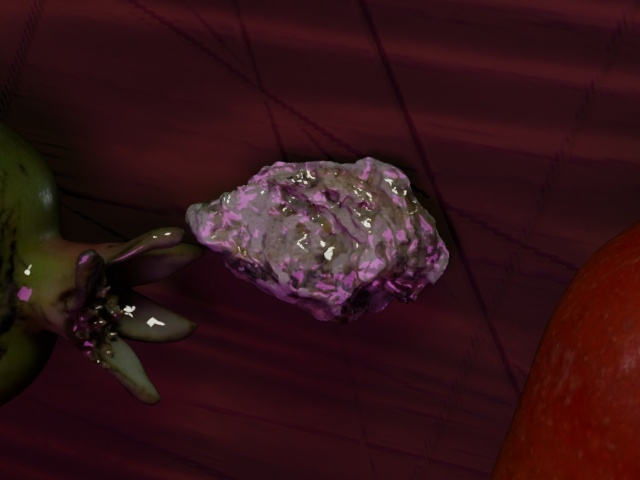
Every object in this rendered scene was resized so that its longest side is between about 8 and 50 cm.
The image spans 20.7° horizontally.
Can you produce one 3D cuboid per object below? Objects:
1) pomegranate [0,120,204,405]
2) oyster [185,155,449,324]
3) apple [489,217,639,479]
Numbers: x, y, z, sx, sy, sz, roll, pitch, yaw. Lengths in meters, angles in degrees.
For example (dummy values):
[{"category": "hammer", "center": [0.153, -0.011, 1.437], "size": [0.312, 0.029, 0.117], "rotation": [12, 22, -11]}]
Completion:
[{"category": "pomegranate", "center": [-0.157, 0.020, 0.816], "size": [0.191, 0.131, 0.152], "rotation": [15, 122, 13]}, {"category": "oyster", "center": [0.000, -0.001, 0.771], "size": [0.098, 0.037, 0.100], "rotation": [47, 130, -4]}, {"category": "apple", "center": [0.173, 0.080, 0.610], "size": [0.201, 0.218, 0.218], "rotation": [21, 127, 26]}]
